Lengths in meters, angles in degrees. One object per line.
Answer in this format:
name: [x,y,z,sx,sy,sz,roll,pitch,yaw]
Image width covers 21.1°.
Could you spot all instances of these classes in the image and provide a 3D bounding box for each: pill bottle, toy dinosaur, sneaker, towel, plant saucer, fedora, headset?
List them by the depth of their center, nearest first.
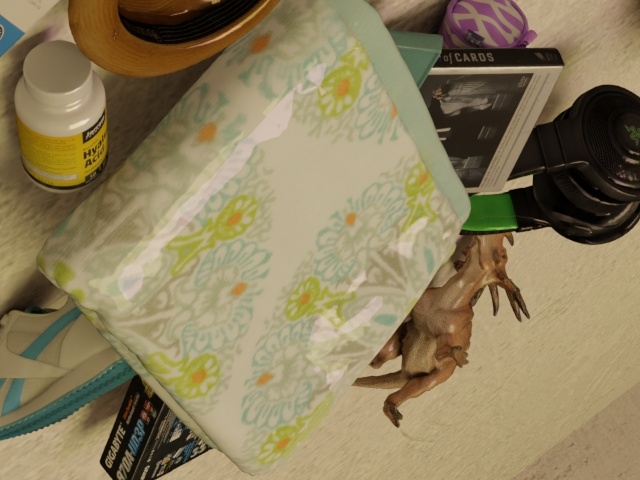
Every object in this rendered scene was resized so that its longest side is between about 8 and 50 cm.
fedora: [-0.097,-0.197,1.150,0.194,0.079,0.194,-30,153,-17]
pill bottle: [-0.185,-0.089,1.223,0.065,0.065,0.116,-34,157,-22]
towel: [-0.031,-0.001,1.403,0.320,0.090,0.374,-50,144,-12]
plant saucer: [0.017,-0.152,1.440,0.192,0.018,0.067,3,134,-34]
sneaker: [-0.251,0.111,1.476,0.229,0.092,0.087,-29,167,22]
headset: [0.316,-0.055,1.881,0.394,0.185,0.243,-12,165,-4]
toy dinosaur: [0.154,0.115,2.154,0.200,0.127,0.295,-31,163,-46]

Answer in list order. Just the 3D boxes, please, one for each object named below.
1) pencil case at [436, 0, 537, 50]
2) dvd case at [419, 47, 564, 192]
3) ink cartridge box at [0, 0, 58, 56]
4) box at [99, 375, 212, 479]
pencil case: [0.139,-0.150,1.647,0.086,0.088,0.206,-60,174,-38]
dvd case: [0.087,-0.108,1.584,0.239,0.029,0.179,-3,142,-21]
ink cartridge box: [-0.170,-0.213,0.992,0.231,0.078,0.134,-43,160,2]
box: [-0.118,0.146,1.715,0.175,0.051,0.220,-26,154,-37]
